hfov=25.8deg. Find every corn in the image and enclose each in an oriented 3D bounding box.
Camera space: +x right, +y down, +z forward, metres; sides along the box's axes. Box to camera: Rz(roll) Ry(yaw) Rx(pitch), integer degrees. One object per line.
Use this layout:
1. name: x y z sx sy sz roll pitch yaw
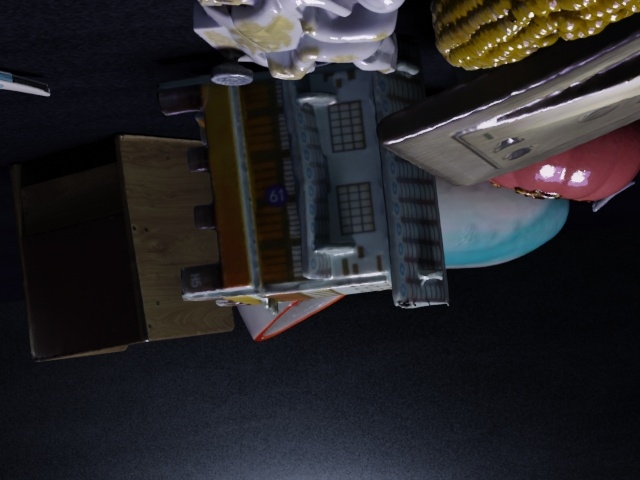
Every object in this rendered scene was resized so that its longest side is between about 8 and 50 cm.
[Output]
1. corn: 0.147 -0.164 0.826 0.097 0.097 0.320 -6 176 -19

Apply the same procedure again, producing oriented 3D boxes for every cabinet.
1. cabinet: -0.212 0.008 1.506 0.175 0.215 0.148 -12 174 36

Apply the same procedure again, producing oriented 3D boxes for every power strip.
1. power strip: 0.182 -0.128 1.070 0.257 0.092 0.251 -22 174 14

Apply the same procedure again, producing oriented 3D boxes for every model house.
1. model house: -0.009 -0.042 1.192 0.215 0.224 0.198 -7 174 7

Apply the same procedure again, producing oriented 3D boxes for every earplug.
1. earplug: 0.129 -0.044 1.462 0.324 0.185 0.185 1 170 -38

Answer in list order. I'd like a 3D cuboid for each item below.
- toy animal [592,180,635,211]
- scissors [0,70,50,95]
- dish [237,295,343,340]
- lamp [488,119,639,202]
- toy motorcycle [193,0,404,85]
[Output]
1. toy animal: 0.289 -0.116 1.637 0.255 0.176 0.239 -43 172 7
2. scissors: -0.254 -0.126 1.084 0.058 0.014 0.119 -10 171 36
3. dish: 0.000 0.000 1.609 0.256 0.117 0.256 -34 172 -5
4. lamp: 0.224 -0.109 1.336 0.182 0.140 0.182 7 -174 -1
5. toy motorcycle: -0.009 -0.149 0.878 0.151 0.074 0.229 -4 167 21
